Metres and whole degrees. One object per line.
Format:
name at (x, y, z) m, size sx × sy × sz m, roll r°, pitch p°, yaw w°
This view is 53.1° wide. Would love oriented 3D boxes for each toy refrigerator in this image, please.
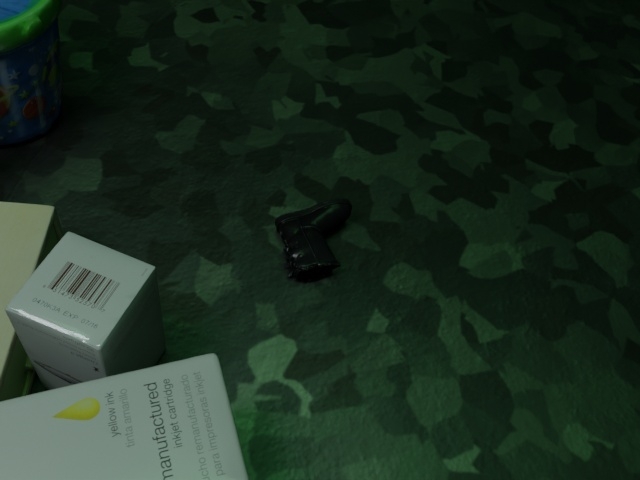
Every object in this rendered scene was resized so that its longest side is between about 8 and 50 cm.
toy refrigerator at (-0.359, 0.092, 0.718) m, size 0.094 × 0.102 × 0.270 m, roll 4°, pitch 53°, yaw -6°

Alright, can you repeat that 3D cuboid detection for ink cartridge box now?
ink cartridge box at (-0.246, 0.290, 0.551) m, size 0.384 × 0.160 × 0.279 m, roll -11°, pitch 56°, yaw -16°

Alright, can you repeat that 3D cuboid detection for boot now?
boot at (0.000, 0.000, 0.879) m, size 0.121 × 0.045 × 0.099 m, roll -16°, pitch 55°, yaw -11°

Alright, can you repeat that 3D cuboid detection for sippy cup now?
sippy cup at (-0.464, -0.261, 0.888) m, size 0.240 × 0.224 × 0.305 m, roll 34°, pitch 56°, yaw 15°

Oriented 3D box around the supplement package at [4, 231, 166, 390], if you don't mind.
supplement package at (-0.240, 0.097, 0.684) m, size 0.105 × 0.179 × 0.105 m, roll 20°, pitch 53°, yaw 7°
